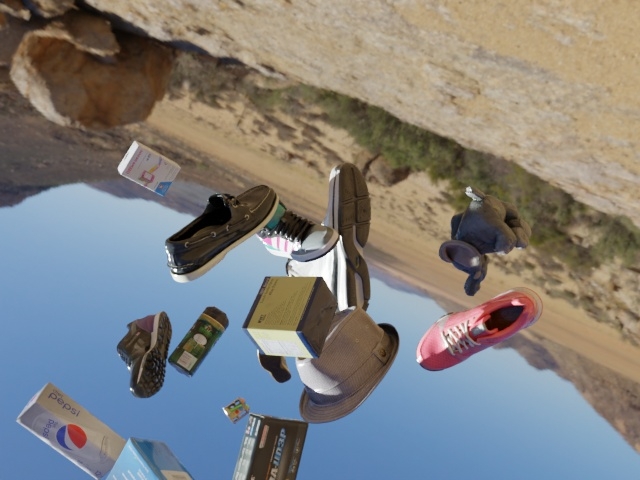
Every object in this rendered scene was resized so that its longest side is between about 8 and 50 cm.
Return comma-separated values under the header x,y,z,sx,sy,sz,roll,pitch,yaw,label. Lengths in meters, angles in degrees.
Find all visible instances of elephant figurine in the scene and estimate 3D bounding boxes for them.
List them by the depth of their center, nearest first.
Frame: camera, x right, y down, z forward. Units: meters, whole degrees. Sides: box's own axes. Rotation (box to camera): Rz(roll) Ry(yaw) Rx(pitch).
x,y,z,sx,sy,sz,roll,pitch,yaw,label
0.358,0.011,1.433,0.169,0.239,0.186,-4,-117,-42,elephant figurine

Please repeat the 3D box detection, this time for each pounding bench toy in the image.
x,y,z,sx,sy,sz,roll,pitch,yaw,label
-0.246,0.497,1.784,0.052,0.065,0.083,51,166,19,pounding bench toy

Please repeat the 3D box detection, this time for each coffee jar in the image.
x,y,z,sx,sy,sz,roll,pitch,yaw,label
-0.314,0.261,1.579,0.079,0.184,0.096,34,156,2,coffee jar

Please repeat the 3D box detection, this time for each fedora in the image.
x,y,z,sx,sy,sz,roll,pitch,yaw,label
0.034,0.233,1.253,0.244,0.275,0.124,-20,110,50,fedora

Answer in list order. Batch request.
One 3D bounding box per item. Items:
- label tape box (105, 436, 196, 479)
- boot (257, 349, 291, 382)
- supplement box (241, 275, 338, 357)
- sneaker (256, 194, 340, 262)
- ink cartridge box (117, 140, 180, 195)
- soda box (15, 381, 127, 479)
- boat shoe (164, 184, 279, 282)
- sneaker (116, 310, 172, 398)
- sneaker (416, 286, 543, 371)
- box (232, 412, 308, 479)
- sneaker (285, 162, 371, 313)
x,y,z,sx,sy,sz,roll,pitch,yaw,label
-0.393,0.630,1.276,0.241,0.333,0.106,29,179,42,label tape box
-0.176,0.381,2.117,0.165,0.077,0.213,-115,-1,-50,boot
-0.036,0.092,0.735,0.083,0.083,0.056,-2,136,28,supplement box
-0.093,-0.046,1.585,0.296,0.123,0.178,2,142,50,sneaker
-0.428,-0.179,1.511,0.122,0.088,0.052,29,-174,-33,ink cartridge box
-0.682,0.528,1.673,0.286,0.091,0.098,45,-168,-15,soda box
-0.224,-0.051,1.369,0.127,0.340,0.113,12,133,43,boat shoe
-0.473,0.308,1.577,0.124,0.107,0.283,-12,-149,5,sneaker
0.342,0.196,1.356,0.116,0.314,0.136,61,-162,14,sneaker
-0.121,0.528,1.433,0.051,0.220,0.175,4,164,40,box
-0.001,0.001,1.739,0.258,0.447,0.169,5,-168,33,sneaker
